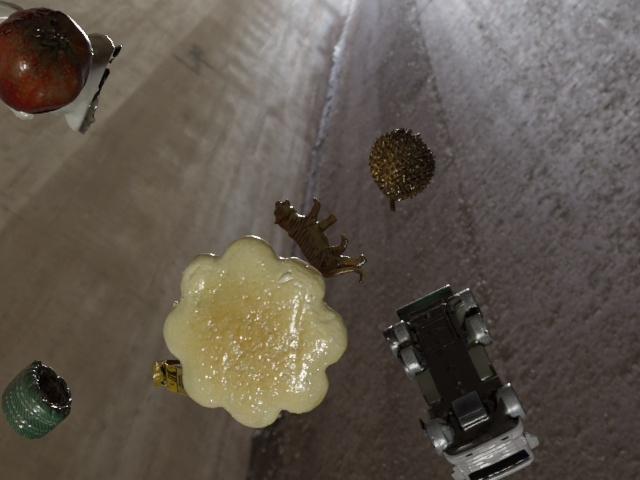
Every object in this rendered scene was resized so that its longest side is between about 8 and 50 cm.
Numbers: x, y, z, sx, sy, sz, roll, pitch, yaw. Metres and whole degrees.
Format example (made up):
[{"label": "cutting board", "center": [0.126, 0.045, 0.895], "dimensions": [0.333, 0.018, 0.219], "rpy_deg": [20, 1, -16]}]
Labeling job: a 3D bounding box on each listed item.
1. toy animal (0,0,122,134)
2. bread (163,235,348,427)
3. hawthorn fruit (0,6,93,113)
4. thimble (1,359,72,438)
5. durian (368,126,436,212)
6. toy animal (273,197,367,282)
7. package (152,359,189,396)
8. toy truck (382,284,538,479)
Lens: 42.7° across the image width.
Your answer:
[{"label": "toy animal", "center": [-0.612, -0.374, 1.678], "dimensions": [0.258, 0.357, 0.194], "rpy_deg": [-59, 20, 25]}, {"label": "bread", "center": [-0.112, 0.152, 1.316], "dimensions": [0.316, 0.316, 0.054], "rpy_deg": [-51, -6, 12]}, {"label": "hawthorn fruit", "center": [-0.496, -0.290, 1.399], "dimensions": [0.235, 0.181, 0.181], "rpy_deg": [-32, 25, 43]}, {"label": "thimble", "center": [-0.559, 0.317, 1.621], "dimensions": [0.090, 0.118, 0.135], "rpy_deg": [-39, 35, 10]}, {"label": "durian", "center": [0.173, -0.141, 1.620], "dimensions": [0.091, 0.148, 0.189], "rpy_deg": [-4, 62, 51]}, {"label": "toy animal", "center": [0.000, 0.000, 1.596], "dimensions": [0.099, 0.241, 0.057], "rpy_deg": [-41, -19, 12]}, {"label": "package", "center": [-0.338, 0.326, 1.956], "dimensions": [0.131, 0.071, 0.047], "rpy_deg": [7, 18, 34]}, {"label": "toy truck", "center": [0.155, 0.153, 0.927], "dimensions": [0.114, 0.124, 0.253], "rpy_deg": [-27, 39, 8]}]
